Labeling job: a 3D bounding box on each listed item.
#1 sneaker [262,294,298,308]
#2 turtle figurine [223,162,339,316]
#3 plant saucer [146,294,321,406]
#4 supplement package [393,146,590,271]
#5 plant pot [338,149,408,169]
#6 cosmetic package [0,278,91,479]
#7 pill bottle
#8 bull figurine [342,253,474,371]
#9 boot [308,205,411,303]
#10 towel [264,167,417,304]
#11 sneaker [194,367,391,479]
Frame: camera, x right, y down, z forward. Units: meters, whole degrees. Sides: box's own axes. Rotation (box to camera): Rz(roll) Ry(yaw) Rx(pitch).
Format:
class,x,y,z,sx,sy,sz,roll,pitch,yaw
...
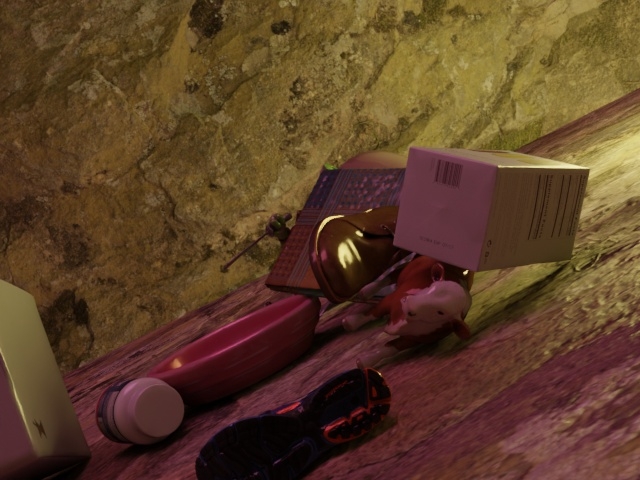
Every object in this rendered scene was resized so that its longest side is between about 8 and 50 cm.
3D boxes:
class,x,y,z,sx,sy,sz,roll,pitch,yaw
sneaker,-0.112,0.167,1.971,0.188,0.071,0.066,-27,4,-3
turtle figurine,0.000,0.000,1.871,0.266,0.198,0.275,-59,-19,13
plant saucer,-0.141,0.198,1.664,0.332,0.084,0.332,-25,3,1
supplement package,0.231,-0.046,1.250,0.139,0.133,0.244,19,15,39
plant pot,0.179,-0.036,1.742,0.257,0.256,0.274,-29,20,-26
cosmetic package,-0.644,0.283,1.531,0.394,0.329,0.327,-23,-12,-4
pill bottle,-0.287,0.274,1.513,0.108,0.108,0.180,-30,5,-30
bull figurine,0.132,0.083,1.276,0.188,0.101,0.310,-27,4,22
boot,0.078,0.000,1.316,0.115,0.112,0.305,-19,7,27
towel,0.088,-0.013,1.605,0.370,0.040,0.271,3,58,45
sneaker,-0.027,0.209,1.007,0.221,0.083,0.087,-22,-10,-7
